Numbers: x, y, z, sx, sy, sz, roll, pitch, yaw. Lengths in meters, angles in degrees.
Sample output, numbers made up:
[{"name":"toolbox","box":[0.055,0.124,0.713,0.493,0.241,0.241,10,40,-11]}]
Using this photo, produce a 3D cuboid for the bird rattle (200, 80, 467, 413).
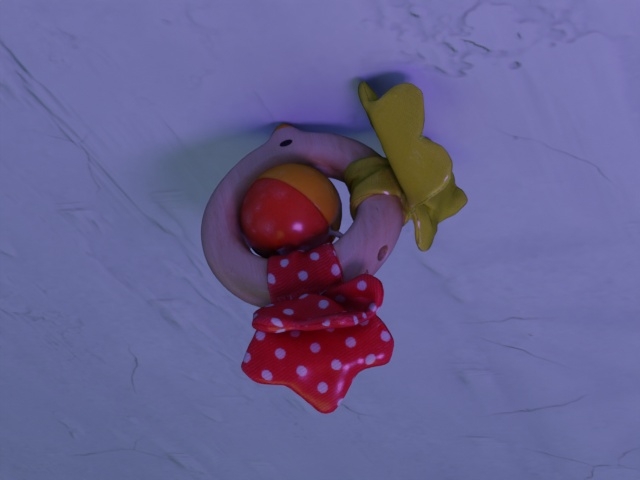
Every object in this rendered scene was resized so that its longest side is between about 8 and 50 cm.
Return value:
[{"name":"bird rattle","box":[0.000,0.000,1.131,0.207,0.253,0.143,21,162,35]}]
